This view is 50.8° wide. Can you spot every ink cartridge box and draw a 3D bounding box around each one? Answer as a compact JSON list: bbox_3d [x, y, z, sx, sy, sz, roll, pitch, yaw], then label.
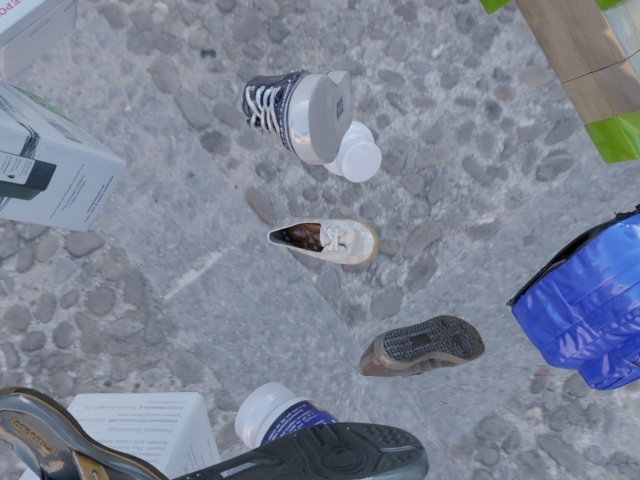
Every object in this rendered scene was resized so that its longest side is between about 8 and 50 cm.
[{"bbox_3d":[-0.392,-0.303,0.787,0.176,0.127,0.128,44,66,-7],"label":"ink cartridge box"},{"bbox_3d":[-0.304,-0.091,0.600,0.153,0.208,0.087,36,98,23],"label":"ink cartridge box"}]

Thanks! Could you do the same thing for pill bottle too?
[{"bbox_3d":[-0.021,0.368,1.171,0.265,0.153,0.153,31,81,37],"label":"pill bottle"},{"bbox_3d":[0.045,-0.239,1.617,0.136,0.136,0.245,-34,41,-4],"label":"pill bottle"}]

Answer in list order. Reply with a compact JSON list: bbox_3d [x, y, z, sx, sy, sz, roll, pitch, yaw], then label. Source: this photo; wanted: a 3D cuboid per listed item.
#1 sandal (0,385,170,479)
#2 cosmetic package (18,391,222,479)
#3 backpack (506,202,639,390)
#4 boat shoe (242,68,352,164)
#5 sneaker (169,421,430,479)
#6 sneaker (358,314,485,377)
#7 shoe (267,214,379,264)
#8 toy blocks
[{"bbox_3d":[-0.215,0.217,0.607,0.090,0.060,0.219,-35,110,23],"label":"sandal"},{"bbox_3d":[-0.429,0.585,1.469,0.327,0.393,0.329,-3,120,12],"label":"cosmetic package"},{"bbox_3d":[0.213,0.037,0.464,0.098,0.120,0.101,-20,62,-33],"label":"backpack"},{"bbox_3d":[-0.051,-0.185,0.992,0.158,0.340,0.127,-1,106,11],"label":"boat shoe"},{"bbox_3d":[-0.021,0.224,0.517,0.228,0.087,0.130,-18,111,-14],"label":"sneaker"},{"bbox_3d":[0.130,0.141,0.877,0.188,0.071,0.066,3,58,-36],"label":"sneaker"},{"bbox_3d":[0.000,0.000,1.107,0.219,0.058,0.076,8,104,44],"label":"shoe"},{"bbox_3d":[0.303,-0.306,0.640,0.261,0.191,0.381,-35,98,-13],"label":"toy blocks"}]
